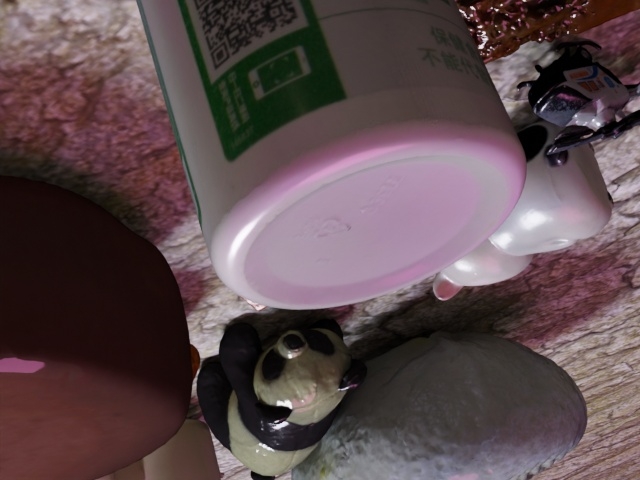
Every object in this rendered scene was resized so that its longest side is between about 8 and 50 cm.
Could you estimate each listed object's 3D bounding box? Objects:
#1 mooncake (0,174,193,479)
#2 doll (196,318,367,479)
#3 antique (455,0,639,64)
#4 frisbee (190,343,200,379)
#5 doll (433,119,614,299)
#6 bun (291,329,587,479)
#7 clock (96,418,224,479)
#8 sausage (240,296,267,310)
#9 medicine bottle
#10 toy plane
[{"bbox_3d":[-0.262,0.086,0.827,0.325,0.174,0.334,-1,152,-24],"label":"mooncake"},{"bbox_3d":[-0.039,0.162,1.156,0.143,0.135,0.234,-5,147,-28],"label":"doll"},{"bbox_3d":[0.194,-0.201,0.653,0.309,0.093,0.087,-21,153,7],"label":"antique"},{"bbox_3d":[-0.204,0.146,1.020,0.192,0.192,0.035,-24,109,12],"label":"frisbee"},{"bbox_3d":[0.168,-0.028,0.948,0.107,0.110,0.180,9,145,-40],"label":"doll"},{"bbox_3d":[0.135,0.227,1.280,0.361,0.211,0.362,-20,160,-8],"label":"bun"},{"bbox_3d":[-0.296,0.316,1.309,0.309,0.114,0.284,-3,151,-25],"label":"clock"},{"bbox_3d":[0.000,0.000,0.945,0.169,0.065,0.065,-32,150,24],"label":"sausage"},{"bbox_3d":[-0.017,-0.116,0.481,0.133,0.274,0.133,-16,153,-8],"label":"medicine bottle"},{"bbox_3d":[0.223,-0.114,0.857,0.197,0.078,0.053,-12,154,-45],"label":"toy plane"}]
